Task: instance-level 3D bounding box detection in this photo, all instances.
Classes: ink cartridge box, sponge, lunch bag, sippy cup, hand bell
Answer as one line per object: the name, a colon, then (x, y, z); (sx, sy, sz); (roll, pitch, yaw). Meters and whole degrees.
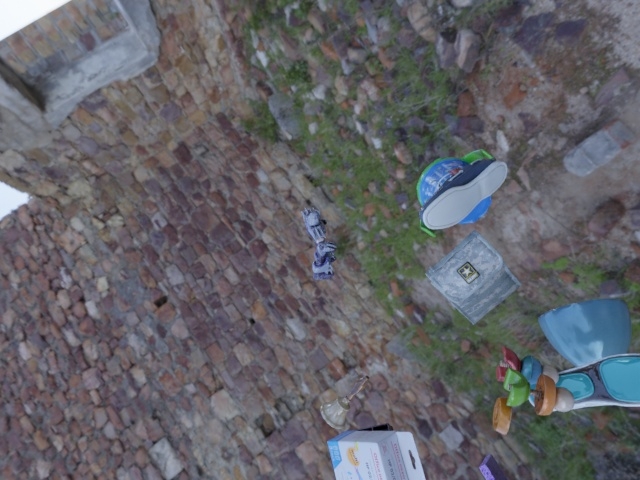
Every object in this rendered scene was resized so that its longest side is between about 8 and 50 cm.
ink cartridge box: (0.103, 0.429, 0.798); (0.181, 0.062, 0.104); (-27, 73, 45)
sponge: (0.611, 0.827, 1.453); (0.210, 0.031, 0.117); (30, -152, -58)
lunch bag: (0.537, 0.127, 1.484); (0.287, 0.235, 0.169); (40, -168, -32)
sippy cup: (0.476, -0.162, 1.452); (0.224, 0.240, 0.305); (-89, -2, -72)
hand bell: (0.118, 0.636, 1.688); (0.126, 0.242, 0.126); (32, -161, -12)

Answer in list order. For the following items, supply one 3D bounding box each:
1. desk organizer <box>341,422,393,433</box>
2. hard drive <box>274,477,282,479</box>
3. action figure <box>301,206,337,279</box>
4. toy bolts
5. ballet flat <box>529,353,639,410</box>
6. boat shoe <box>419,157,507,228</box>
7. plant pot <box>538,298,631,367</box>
desk organizer: (0.122, 0.509, 1.070); (0.050, 0.130, 0.047); (60, -162, -51)
hard drive: (-0.178, 1.161, 1.652); (0.233, 0.047, 0.353); (27, -148, -55)
action figure: (0.000, 0.000, 1.417); (0.185, 0.099, 0.285); (-101, 1, -45)
toy bolts: (0.584, 0.425, 1.156); (0.228, 0.159, 0.218); (-52, -30, -60)
ballet flat: (0.802, 0.409, 1.177); (0.139, 0.400, 0.139); (31, -134, -39)
boat shoe: (0.319, -0.116, 0.964); (0.079, 0.254, 0.095); (36, 159, 51)
plant pot: (0.966, 0.350, 1.492); (0.290, 0.290, 0.195); (68, -164, -60)
